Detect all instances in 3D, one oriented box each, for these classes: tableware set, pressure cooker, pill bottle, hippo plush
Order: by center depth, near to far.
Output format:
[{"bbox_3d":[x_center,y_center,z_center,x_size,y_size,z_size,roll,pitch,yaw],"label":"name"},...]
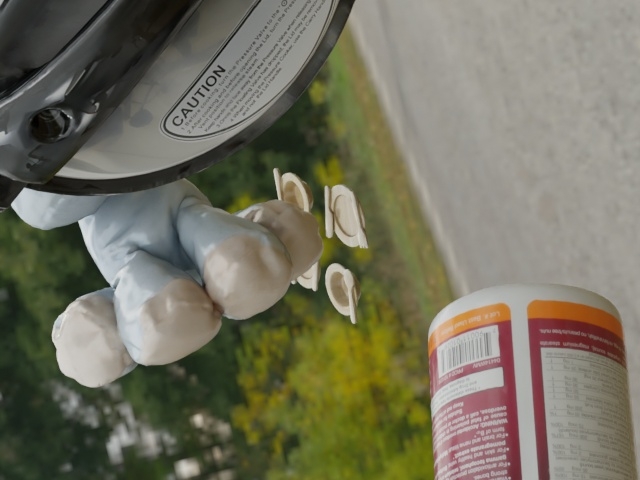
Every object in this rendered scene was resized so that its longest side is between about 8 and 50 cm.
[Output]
[{"bbox_3d":[0.127,0.146,0.953,0.121,0.121,0.221,81,-173,-64],"label":"pill bottle"},{"bbox_3d":[-0.176,-0.227,1.077,0.420,0.376,0.369,41,138,53],"label":"pressure cooker"},{"bbox_3d":[-0.146,-0.042,1.413,0.236,0.234,0.294,63,-161,-12],"label":"hippo plush"},{"bbox_3d":[0.000,0.000,1.668,0.169,0.020,0.141,25,127,51],"label":"tableware set"}]
